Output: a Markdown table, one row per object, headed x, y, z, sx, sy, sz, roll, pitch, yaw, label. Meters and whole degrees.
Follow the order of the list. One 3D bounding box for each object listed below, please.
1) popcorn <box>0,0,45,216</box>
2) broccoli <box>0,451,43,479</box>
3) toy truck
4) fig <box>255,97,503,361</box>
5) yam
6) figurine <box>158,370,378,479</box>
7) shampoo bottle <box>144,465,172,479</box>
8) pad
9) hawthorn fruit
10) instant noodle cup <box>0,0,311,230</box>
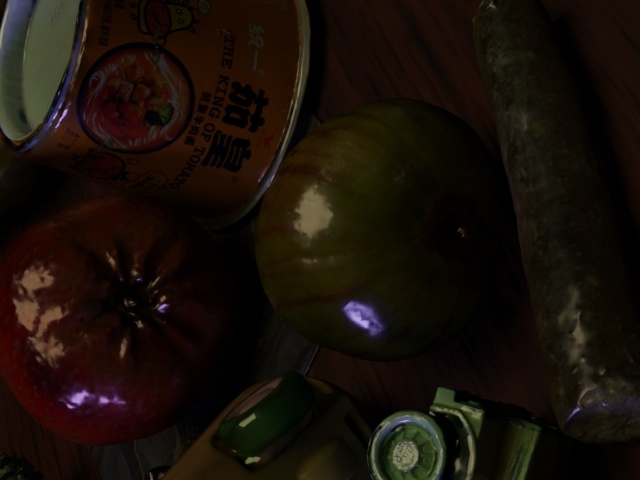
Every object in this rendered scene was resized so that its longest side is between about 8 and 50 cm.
| x | y | z | sx | sy | sz | roll | pitch | yaw | label |
| --- | --- | --- | --- | --- | --- | --- | --- | --- | --- |
| -0.351 | -0.125 | 1.539 | 0.259 | 0.212 | 0.259 | -32 | 47 | 43 | popcorn |
| -0.387 | 0.281 | 1.327 | 0.252 | 0.361 | 0.221 | 77 | -166 | -65 | broccoli |
| 0.086 | 0.211 | 0.843 | 0.135 | 0.128 | 0.259 | 5 | 81 | 32 | toy truck |
| 0.000 | 0.000 | 1.003 | 0.259 | 0.151 | 0.151 | -8 | 73 | 57 | fig |
| 0.129 | -0.021 | 0.892 | 0.061 | 0.061 | 0.274 | -43 | 45 | 42 | yam |
| -0.084 | 0.191 | 0.945 | 0.124 | 0.324 | 0.222 | 54 | 145 | -7 | figurine |
| -0.097 | 0.288 | 1.086 | 0.104 | 0.104 | 0.278 | -17 | 65 | 54 | shampoo bottle |
| -0.076 | 0.068 | 1.225 | 0.367 | 0.007 | 0.247 | -65 | 35 | 18 | pad |
| -0.154 | 0.063 | 1.197 | 0.200 | 0.179 | 0.179 | 130 | 143 | -67 | hawthorn fruit |
| -0.132 | -0.126 | 1.212 | 0.216 | 0.172 | 0.215 | -27 | 57 | 53 | instant noodle cup |
